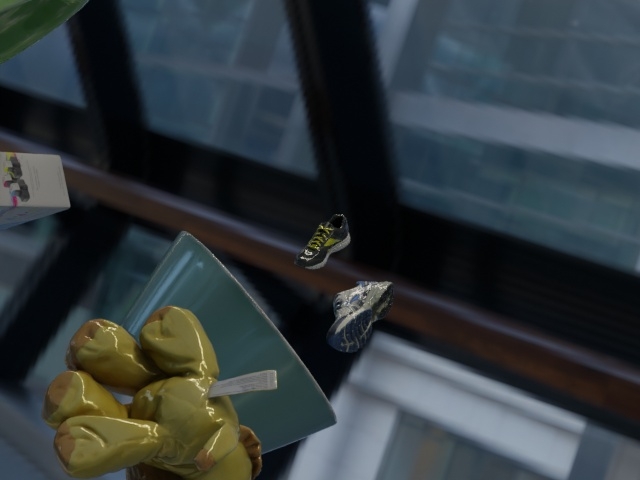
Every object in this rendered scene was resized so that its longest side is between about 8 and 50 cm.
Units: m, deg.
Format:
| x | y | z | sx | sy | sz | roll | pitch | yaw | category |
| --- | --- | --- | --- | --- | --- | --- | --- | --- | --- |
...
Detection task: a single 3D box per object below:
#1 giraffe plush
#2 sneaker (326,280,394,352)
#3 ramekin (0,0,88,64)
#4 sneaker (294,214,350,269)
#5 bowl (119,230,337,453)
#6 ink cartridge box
| x | y | z | sx | sy | sz | roll | pitch | yaw | category |
| --- | --- | --- | --- | --- | --- | --- | --- | --- | --- |
| -0.124 | 0.176 | 1.433 | 0.210 | 0.181 | 0.170 | 4 | -40 | 17 | giraffe plush |
| 0.037 | 0.091 | 1.980 | 0.058 | 0.052 | 0.135 | 15 | 33 | 26 | sneaker |
| -0.370 | -0.223 | 1.476 | 0.148 | 0.303 | 0.303 | 61 | -3 | -3 | ramekin |
| 0.000 | 0.000 | 1.672 | 0.031 | 0.035 | 0.083 | 19 | 38 | 28 | sneaker |
| -0.138 | 0.158 | 2.020 | 0.311 | 0.163 | 0.311 | 49 | -9 | 11 | bowl |
| -0.356 | -0.050 | 1.649 | 0.104 | 0.061 | 0.181 | -16 | -9 | 32 | ink cartridge box |
